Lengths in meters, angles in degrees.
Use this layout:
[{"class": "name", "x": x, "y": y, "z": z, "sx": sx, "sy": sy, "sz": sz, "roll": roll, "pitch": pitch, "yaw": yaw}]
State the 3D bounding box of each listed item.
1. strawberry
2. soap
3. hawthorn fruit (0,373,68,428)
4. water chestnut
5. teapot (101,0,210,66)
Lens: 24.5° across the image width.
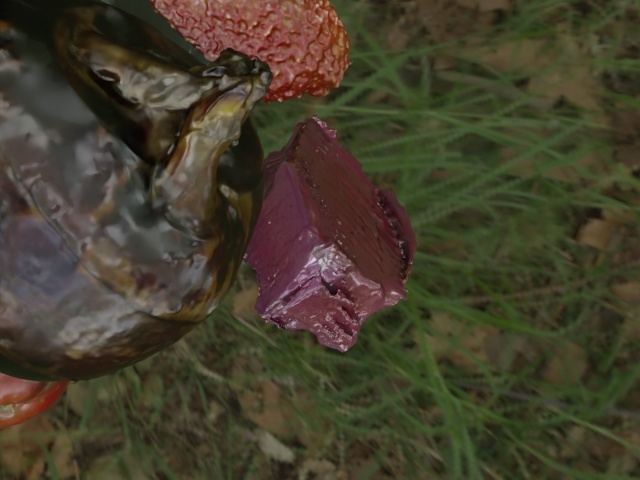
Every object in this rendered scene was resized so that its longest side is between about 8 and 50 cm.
[{"class": "strawberry", "x": -0.055, "y": -0.240, "z": 1.584, "sx": 0.236, "sy": 0.107, "sz": 0.175, "roll": -1, "pitch": 61, "yaw": -45}, {"class": "soap", "x": 0.000, "y": 0.000, "z": 1.480, "sx": 0.182, "sy": 0.289, "sz": 0.112, "roll": 42, "pitch": 111, "yaw": -9}, {"class": "hawthorn fruit", "x": -0.303, "y": 0.093, "z": 1.345, "sx": 0.173, "sy": 0.173, "sz": 0.173, "roll": -2, "pitch": 101, "yaw": -13}, {"class": "water chestnut", "x": -0.125, "y": -0.044, "z": 0.806, "sx": 0.223, "sy": 0.224, "sz": 0.238, "roll": 43, "pitch": 119, "yaw": -17}, {"class": "teapot", "x": -0.252, "y": -0.283, "z": 1.742, "sx": 0.305, "sy": 0.362, "sz": 0.376, "roll": 49, "pitch": 130, "yaw": 12}]
